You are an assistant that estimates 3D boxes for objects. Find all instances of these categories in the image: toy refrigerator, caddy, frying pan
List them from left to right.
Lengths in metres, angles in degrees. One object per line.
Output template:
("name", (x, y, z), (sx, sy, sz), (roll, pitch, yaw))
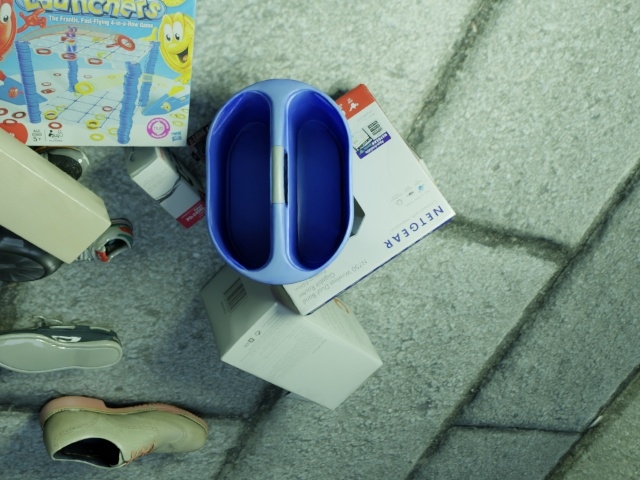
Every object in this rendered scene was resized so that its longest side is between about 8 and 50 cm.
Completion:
("frying pan", (-0.530, -0.003, 1.083), (0.198, 0.053, 0.326), (5, 154, -13))
("toy refrigerator", (-0.468, -0.084, 1.014), (0.102, 0.094, 0.269), (-43, 134, 6))
("caddy", (-0.066, -0.095, 1.100), (0.242, 0.179, 0.340), (-1, 84, 1))

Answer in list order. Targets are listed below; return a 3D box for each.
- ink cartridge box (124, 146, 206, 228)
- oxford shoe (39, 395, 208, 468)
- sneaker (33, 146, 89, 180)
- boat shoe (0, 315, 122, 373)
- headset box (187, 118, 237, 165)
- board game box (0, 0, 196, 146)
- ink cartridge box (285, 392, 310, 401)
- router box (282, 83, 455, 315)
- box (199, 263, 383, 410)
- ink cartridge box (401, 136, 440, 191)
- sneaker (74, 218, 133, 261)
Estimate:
("ink cartridge box", (-0.273, -0.109, 1.175), (0.063, 0.109, 0.150), (-36, 130, 5))
("oxford shoe", (-0.435, 0.463, 1.495), (0.397, 0.146, 0.140), (13, 117, -31))
("sneaker", (-0.495, -0.093, 1.107), (0.215, 0.083, 0.084), (-24, 129, -8))
("boat shoe", (-0.528, 0.205, 1.311), (0.255, 0.079, 0.095), (3, 120, -29))
("headset box", (-0.201, -0.178, 1.208), (0.083, 0.032, 0.062), (-36, 131, 2))
("board game box", (-0.356, -0.299, 1.015), (0.309, 0.086, 0.301), (-3, 125, -22))
("ink cartridge box", (0.014, 0.361, 1.705), (0.146, 0.045, 0.179), (22, 131, -35))
("router box", (0.028, -0.074, 1.227), (0.336, 0.301, 0.082), (-35, 172, 2))
("box", (-0.062, 0.191, 1.420), (0.168, 0.215, 0.345), (-46, 129, 12))
("ink cartridge box", (0.165, -0.105, 1.362), (0.128, 0.127, 0.176), (-35, 129, 4))
("sneaker", (-0.426, 0.013, 1.218), (0.162, 0.075, 0.057), (-18, 129, -12))
